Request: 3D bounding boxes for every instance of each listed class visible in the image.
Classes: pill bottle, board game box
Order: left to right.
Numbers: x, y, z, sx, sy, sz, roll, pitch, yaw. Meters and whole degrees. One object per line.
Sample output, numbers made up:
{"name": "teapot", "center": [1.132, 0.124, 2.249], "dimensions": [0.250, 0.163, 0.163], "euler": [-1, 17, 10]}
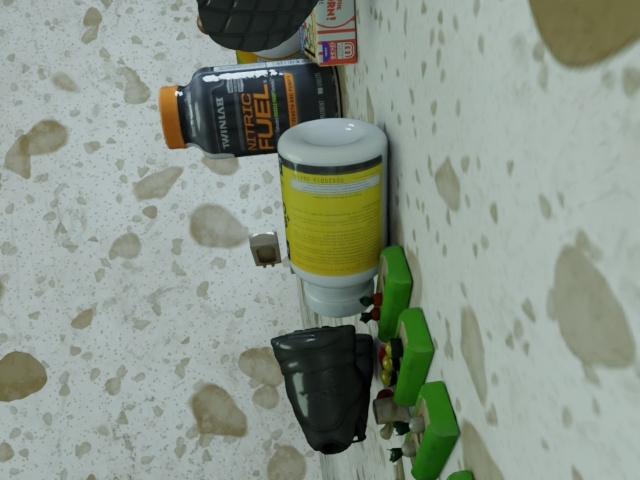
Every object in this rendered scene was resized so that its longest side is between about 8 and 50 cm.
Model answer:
{"name": "pill bottle", "center": [-0.100, -0.185, 0.812], "dimensions": [0.130, 0.245, 0.130], "euler": [173, 90, -85]}
{"name": "pill bottle", "center": [-0.081, -0.357, 0.980], "dimensions": [0.246, 0.136, 0.136], "euler": [111, 152, -78]}
{"name": "board game box", "center": [0.001, -0.294, 0.680], "dimensions": [0.193, 0.045, 0.147], "euler": [-109, 13, -65]}
{"name": "pill bottle", "center": [0.015, -0.019, 0.563], "dimensions": [0.103, 0.103, 0.184], "euler": [-106, 11, -60]}

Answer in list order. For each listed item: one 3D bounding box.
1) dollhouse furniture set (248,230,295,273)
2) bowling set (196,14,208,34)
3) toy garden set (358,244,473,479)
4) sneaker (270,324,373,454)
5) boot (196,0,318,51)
{"name": "dollhouse furniture set", "center": [-0.043, 0.051, 1.024], "dimensions": [0.144, 0.151, 0.123], "euler": [92, 170, -70]}
{"name": "bowling set", "center": [-0.211, -0.582, 1.314], "dimensions": [0.287, 0.200, 0.154], "euler": [45, -148, -56]}
{"name": "toy garden set", "center": [0.068, 0.164, 0.520], "dimensions": [0.204, 0.049, 0.244], "euler": [90, 171, -51]}
{"name": "sneaker", "center": [0.011, 0.170, 0.650], "dimensions": [0.286, 0.109, 0.130], "euler": [42, -143, -73]}
{"name": "boot", "center": [-0.033, -0.360, 0.526], "dimensions": [0.223, 0.118, 0.338], "euler": [-101, 28, -59]}
